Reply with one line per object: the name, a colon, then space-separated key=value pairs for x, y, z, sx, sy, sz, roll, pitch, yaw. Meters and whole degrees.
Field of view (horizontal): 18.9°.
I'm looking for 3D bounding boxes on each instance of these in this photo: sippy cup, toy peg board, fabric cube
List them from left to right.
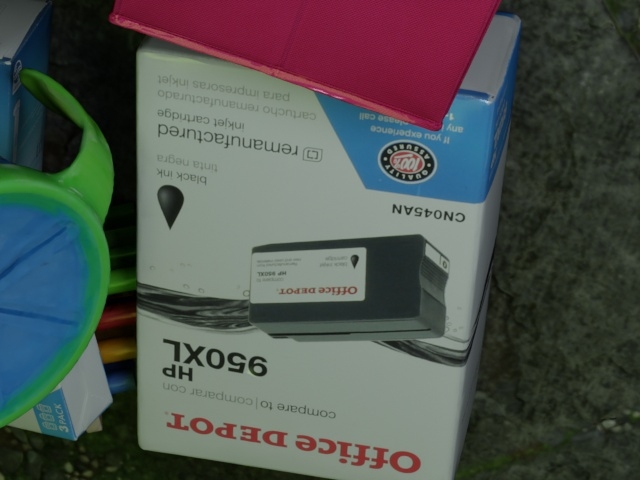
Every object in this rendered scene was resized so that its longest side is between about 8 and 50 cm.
sippy cup: x=-0.319 y=0.005 z=1.492 sx=0.224 sy=0.305 sz=0.240 roll=37 pitch=134 yaw=39
toy peg board: x=-0.188 y=0.056 z=1.708 sx=0.079 sy=0.161 sz=0.160 roll=-11 pitch=121 yaw=-1
fabric cube: x=0.024 y=-0.279 z=1.358 sx=0.259 sy=0.254 sz=0.258 roll=18 pitch=130 yaw=-6

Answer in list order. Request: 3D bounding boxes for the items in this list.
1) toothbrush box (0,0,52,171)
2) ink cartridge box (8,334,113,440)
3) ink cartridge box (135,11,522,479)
toothbrush box: x=-0.359 y=-0.075 z=1.678 sx=0.216 sy=0.126 sz=0.295 roll=11 pitch=122 yaw=5
ink cartridge box: x=-0.275 y=0.097 z=1.628 sx=0.181 sy=0.061 sz=0.104 roll=9 pitch=127 yaw=29
ink cartridge box: x=0.000 y=0.000 z=1.614 sx=0.286 sy=0.166 sz=0.394 roll=9 pitch=123 yaw=8
